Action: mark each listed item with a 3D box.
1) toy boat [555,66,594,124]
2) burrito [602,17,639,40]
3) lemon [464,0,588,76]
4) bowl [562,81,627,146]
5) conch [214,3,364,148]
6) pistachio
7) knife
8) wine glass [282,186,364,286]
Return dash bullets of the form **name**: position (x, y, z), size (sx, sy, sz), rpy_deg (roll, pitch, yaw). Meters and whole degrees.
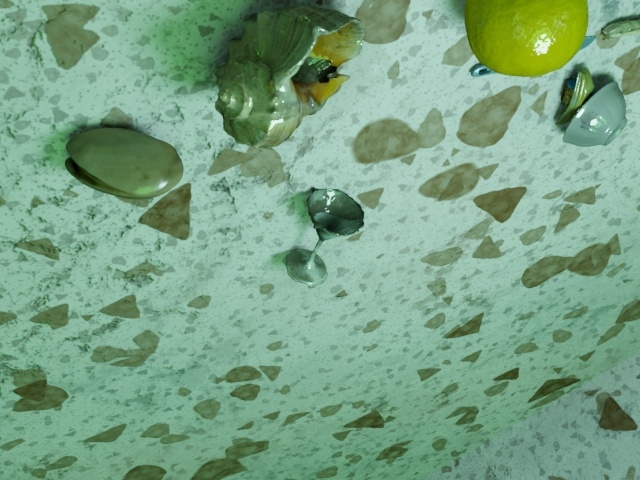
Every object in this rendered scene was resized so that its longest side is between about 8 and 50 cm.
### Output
- **toy boat**: position (0.610, -0.341, 1.948), size (0.065, 0.066, 0.172), rpy_deg (-39, 154, -29)
- **burrito**: position (0.729, -0.491, 1.848), size (0.185, 0.041, 0.045), rpy_deg (-13, -177, -13)
- **lemon**: position (0.399, -0.454, 1.575), size (0.240, 0.240, 0.219), rpy_deg (-16, 129, -8)
- **bowl**: position (0.687, -0.287, 1.972), size (0.189, 0.086, 0.189), rpy_deg (-36, 156, -19)
- **conch**: position (-0.066, -0.339, 1.526), size (0.210, 0.352, 0.297), rpy_deg (42, 132, -2)
- **pistachio**: position (-0.395, -0.152, 1.631), size (0.238, 0.153, 0.138), rpy_deg (13, 125, -1)
- **knife**: position (0.483, -0.420, 1.833), size (0.313, 0.019, 0.044), rpy_deg (-16, 139, -11)
- **wine glass**: position (0.000, 0.000, 2.002), size (0.156, 0.156, 0.232), rpy_deg (0, 141, -26)
